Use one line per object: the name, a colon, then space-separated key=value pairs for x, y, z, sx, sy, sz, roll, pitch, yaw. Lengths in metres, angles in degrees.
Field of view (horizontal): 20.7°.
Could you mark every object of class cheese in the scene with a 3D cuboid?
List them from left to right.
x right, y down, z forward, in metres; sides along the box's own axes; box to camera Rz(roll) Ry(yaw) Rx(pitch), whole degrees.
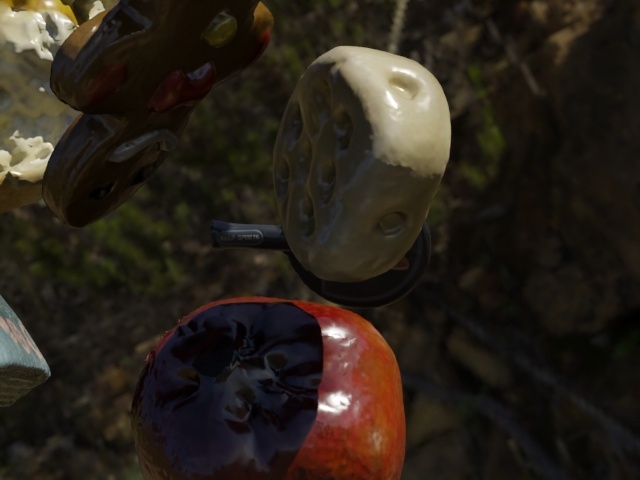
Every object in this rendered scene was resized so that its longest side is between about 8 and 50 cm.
cheese: x=0.036 y=-0.069 z=1.642 sx=0.117 sy=0.218 sz=0.235 roll=6 pitch=0 yaw=-21

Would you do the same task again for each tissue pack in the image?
tissue pack: x=-0.455 y=0.095 z=2.171 sx=0.103 sy=0.228 sz=0.316 roll=-39 pitch=-6 yaw=-2

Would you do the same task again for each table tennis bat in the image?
table tennis bat: x=0.000 y=0.000 z=1.856 sx=0.236 sy=0.150 sz=0.027 roll=3 pitch=23 yaw=10

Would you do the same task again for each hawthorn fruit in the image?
hawthorn fruit: x=-0.041 y=0.205 z=1.814 sx=0.295 sy=0.311 sz=0.295 roll=-29 pitch=32 yaw=21

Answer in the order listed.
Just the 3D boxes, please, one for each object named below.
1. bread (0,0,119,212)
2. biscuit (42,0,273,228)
bread: x=-0.376 y=-0.137 z=1.729 sx=0.394 sy=0.361 sz=0.250 roll=-27 pitch=39 yaw=54
biscuit: x=-0.107 y=-0.173 z=1.470 sx=0.283 sy=0.064 sz=0.432 roll=-20 pitch=-34 yaw=-58
